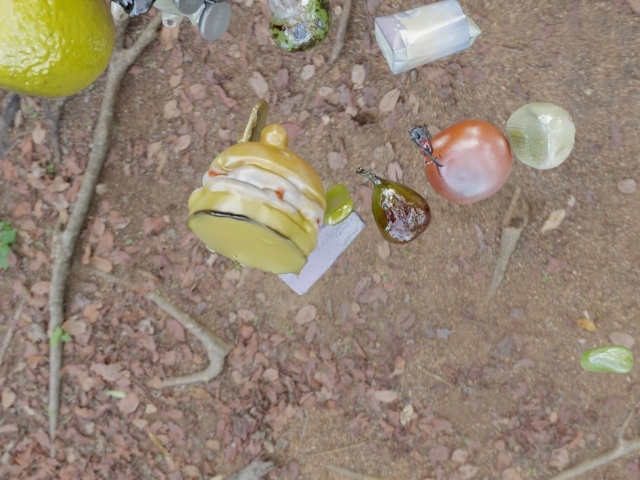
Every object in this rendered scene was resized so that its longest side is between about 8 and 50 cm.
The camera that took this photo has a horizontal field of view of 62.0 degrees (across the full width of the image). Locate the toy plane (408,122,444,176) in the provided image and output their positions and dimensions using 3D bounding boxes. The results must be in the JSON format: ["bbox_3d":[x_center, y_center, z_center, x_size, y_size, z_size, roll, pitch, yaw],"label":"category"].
[{"bbox_3d":[0.218,-0.189,1.097,0.037,0.060,0.145,-25,136,20],"label":"toy plane"}]

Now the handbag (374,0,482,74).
[{"bbox_3d":[0.196,-0.373,0.974,0.173,0.117,0.095,-16,146,0],"label":"handbag"}]

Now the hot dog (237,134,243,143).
[{"bbox_3d":[-0.171,-0.256,1.578,0.165,0.071,0.045,44,155,-19],"label":"hot dog"}]

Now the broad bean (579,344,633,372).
[{"bbox_3d":[0.486,0.204,0.909,0.083,0.045,0.063,-14,145,40],"label":"broad bean"}]

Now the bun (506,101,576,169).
[{"bbox_3d":[0.623,-0.300,1.498,0.127,0.193,0.179,-24,118,-17],"label":"bun"}]

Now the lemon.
[{"bbox_3d":[-0.483,-0.370,0.911,0.253,0.310,0.254,1,95,12],"label":"lemon"}]

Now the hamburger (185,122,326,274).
[{"bbox_3d":[-0.113,-0.081,1.064,0.276,0.276,0.237,13,67,7],"label":"hamburger"}]

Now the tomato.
[{"bbox_3d":[0.437,-0.231,1.591,0.255,0.224,0.256,11,126,15],"label":"tomato"}]

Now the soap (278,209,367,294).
[{"bbox_3d":[0.000,0.000,1.613,0.107,0.296,0.285,40,98,-8],"label":"soap"}]

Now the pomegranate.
[{"bbox_3d":[-0.057,-0.447,1.048,0.163,0.125,0.138,21,88,-33],"label":"pomegranate"}]

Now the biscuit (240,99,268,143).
[{"bbox_3d":[-0.171,-0.218,1.279,0.029,0.118,0.247,20,111,2],"label":"biscuit"}]

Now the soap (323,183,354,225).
[{"bbox_3d":[0.040,-0.089,1.340,0.089,0.140,0.045,-33,124,11],"label":"soap"}]

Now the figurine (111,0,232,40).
[{"bbox_3d":[-0.284,-0.469,0.825,0.381,0.248,0.203,50,123,17],"label":"figurine"}]

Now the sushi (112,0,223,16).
[{"bbox_3d":[-0.172,-0.328,0.578,0.115,0.212,0.147,46,138,28],"label":"sushi"}]

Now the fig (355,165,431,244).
[{"bbox_3d":[0.204,-0.117,1.589,0.170,0.145,0.274,-44,99,-10],"label":"fig"}]
